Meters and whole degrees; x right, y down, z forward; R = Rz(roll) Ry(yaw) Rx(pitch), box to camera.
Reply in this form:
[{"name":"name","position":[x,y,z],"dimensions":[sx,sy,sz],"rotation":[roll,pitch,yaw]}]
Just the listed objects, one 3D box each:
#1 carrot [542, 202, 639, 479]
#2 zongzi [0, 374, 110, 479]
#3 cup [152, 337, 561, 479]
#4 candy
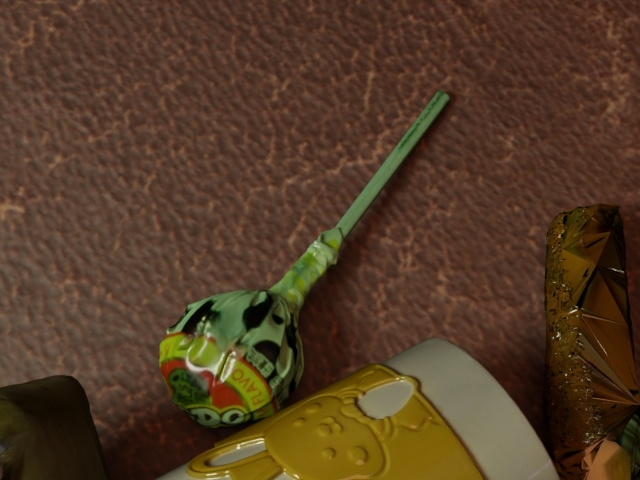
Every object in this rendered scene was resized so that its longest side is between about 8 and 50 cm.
[{"name":"carrot","position":[0.177,0.077,0.771],"dimensions":[0.069,0.069,0.229],"rotation":[4,58,1]},{"name":"zongzi","position":[-0.257,0.309,0.662],"dimensions":[0.393,0.174,0.356],"rotation":[-23,83,2]},{"name":"cup","position":[0.031,0.186,0.681],"dimensions":[0.226,0.185,0.241],"rotation":[-32,37,-17]},{"name":"candy","position":[0.000,0.000,0.819],"dimensions":[0.091,0.083,0.305],"rotation":[26,65,24]}]
